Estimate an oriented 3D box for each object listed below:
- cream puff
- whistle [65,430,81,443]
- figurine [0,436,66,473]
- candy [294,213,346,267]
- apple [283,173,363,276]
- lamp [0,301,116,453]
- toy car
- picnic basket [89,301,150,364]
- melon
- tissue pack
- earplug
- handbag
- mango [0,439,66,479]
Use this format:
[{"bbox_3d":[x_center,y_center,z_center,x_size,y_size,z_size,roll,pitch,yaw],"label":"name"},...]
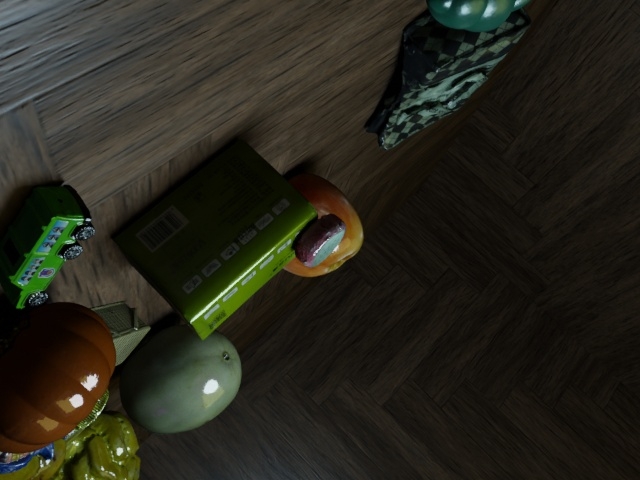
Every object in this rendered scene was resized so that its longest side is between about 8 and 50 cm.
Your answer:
[{"bbox_3d":[-0.633,0.641,1.518,0.324,0.257,0.291,-46,167,0],"label":"cream puff"},{"bbox_3d":[-0.693,0.525,1.328,0.326,0.057,0.068,-40,150,-38],"label":"whistle"},{"bbox_3d":[-0.586,0.356,0.971,0.164,0.121,0.262,-54,153,7],"label":"figurine"},{"bbox_3d":[0.000,0.000,0.955,0.103,0.043,0.103,-45,165,-15],"label":"candy"},{"bbox_3d":[-0.024,-0.027,1.359,0.242,0.241,0.242,-47,173,-7],"label":"apple"},{"bbox_3d":[-0.400,0.190,0.790,0.223,0.196,0.223,-29,-149,19],"label":"lamp"},{"bbox_3d":[-0.343,0.009,0.670,0.165,0.071,0.062,-49,155,17],"label":"toy car"},{"bbox_3d":[-0.417,0.188,1.051,0.115,0.079,0.164,-48,170,12],"label":"picnic basket"},{"bbox_3d":[-0.365,0.353,1.418,0.330,0.268,0.268,-27,179,24],"label":"melon"},{"bbox_3d":[-0.171,-0.001,0.956,0.275,0.200,0.167,-42,168,-19],"label":"tissue pack"},{"bbox_3d":[0.325,-0.522,1.054,0.280,0.164,0.257,-30,158,-23],"label":"earplug"},{"bbox_3d":[0.288,-0.408,1.395,0.317,0.180,0.416,-34,172,-17],"label":"handbag"},{"bbox_3d":[-0.650,0.480,1.138,0.262,0.130,0.167,-36,173,-19],"label":"mango"}]
